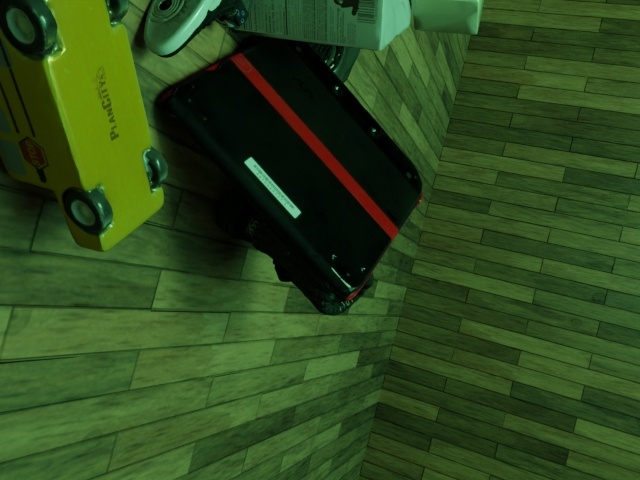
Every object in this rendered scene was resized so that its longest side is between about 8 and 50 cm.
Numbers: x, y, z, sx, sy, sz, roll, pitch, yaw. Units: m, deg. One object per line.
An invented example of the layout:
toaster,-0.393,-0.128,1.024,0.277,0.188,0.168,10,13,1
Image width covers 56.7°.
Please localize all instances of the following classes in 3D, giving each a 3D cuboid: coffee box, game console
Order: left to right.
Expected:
game console,-0.015,-0.136,0.928,0.060,0.386,0.342,-36,-171,45
coffee box,0.001,-0.366,0.894,0.141,0.246,0.098,-51,148,-49

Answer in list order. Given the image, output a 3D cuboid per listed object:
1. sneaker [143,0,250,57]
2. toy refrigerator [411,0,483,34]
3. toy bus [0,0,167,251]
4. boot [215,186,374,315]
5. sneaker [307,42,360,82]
sneaker,-0.147,-0.305,0.790,0.121,0.079,0.217,57,49,-60
toy refrigerator,0.220,-0.471,0.932,0.094,0.102,0.270,49,53,-71
toy bus,-0.249,-0.155,0.555,0.108,0.130,0.333,-54,150,-46
boot,-0.002,0.004,1.075,0.348,0.260,0.131,-20,141,-62
sneaker,0.036,-0.398,1.198,0.286,0.109,0.130,-60,164,-21
